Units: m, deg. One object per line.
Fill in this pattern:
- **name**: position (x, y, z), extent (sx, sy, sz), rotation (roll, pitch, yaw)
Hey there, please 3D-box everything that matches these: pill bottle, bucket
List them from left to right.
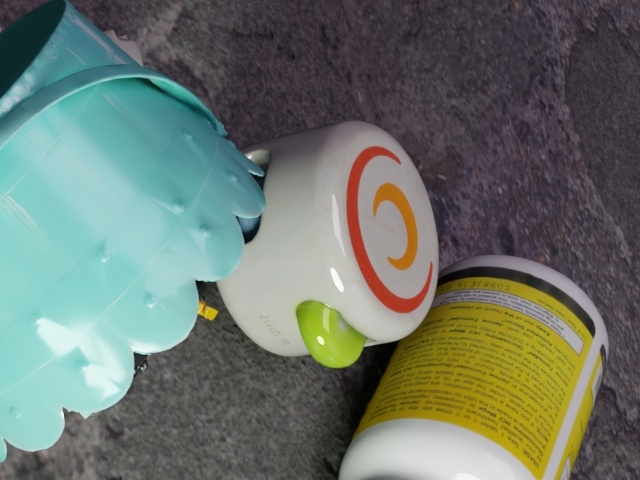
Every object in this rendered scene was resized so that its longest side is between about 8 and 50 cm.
- **bucket**: position (-0.192, -0.014, 1.063), extent (0.183, 0.281, 0.281), rotation (46, 43, -21)
- **pill bottle**: position (0.128, 0.180, 1.406), extent (0.188, 0.188, 0.334), rotation (52, 40, -20)

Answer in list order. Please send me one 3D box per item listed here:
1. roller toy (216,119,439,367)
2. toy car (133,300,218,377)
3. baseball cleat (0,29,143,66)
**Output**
- **roller toy**: position (0.000, 0.000, 1.373), extent (0.209, 0.146, 0.191), rotation (-30, 106, -58)
- **toy car**: position (-0.134, 0.073, 1.282), extent (0.041, 0.060, 0.122), rotation (29, 13, 18)
- **baseball cleat**: position (-0.206, -0.111, 1.241), extent (0.206, 0.072, 0.109), rotation (-13, 89, -48)
